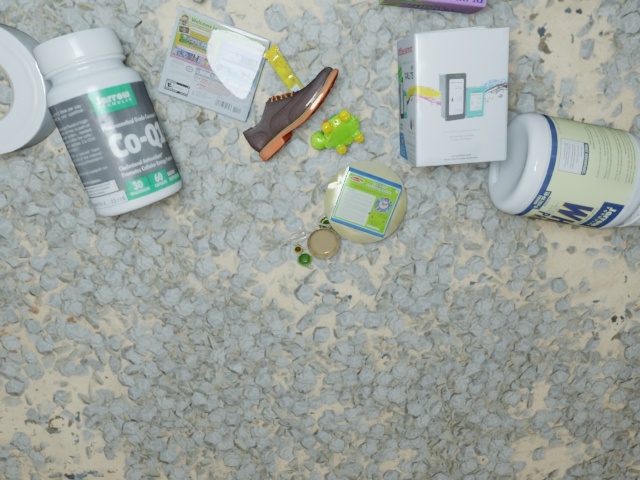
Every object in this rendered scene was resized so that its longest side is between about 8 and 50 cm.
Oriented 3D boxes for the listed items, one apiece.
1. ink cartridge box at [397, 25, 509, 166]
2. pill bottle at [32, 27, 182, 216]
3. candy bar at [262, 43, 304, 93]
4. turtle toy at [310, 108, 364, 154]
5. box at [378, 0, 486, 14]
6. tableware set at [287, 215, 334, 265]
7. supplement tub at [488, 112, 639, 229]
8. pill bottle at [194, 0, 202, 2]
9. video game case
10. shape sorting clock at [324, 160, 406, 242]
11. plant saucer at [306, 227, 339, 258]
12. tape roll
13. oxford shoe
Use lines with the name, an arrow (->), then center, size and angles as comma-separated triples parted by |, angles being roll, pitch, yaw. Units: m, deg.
ink cartridge box -> 0.286, -0.318, 1.134 | 0.197, 0.198, 0.270 | -5, 106, -1
pill bottle -> -0.458, -0.251, 1.112 | 0.204, 0.204, 0.361 | -17, 108, 2
candy bar -> -0.072, -0.372, 1.181 | 0.040, 0.018, 0.161 | -33, 115, 10
turtle toy -> 0.035, -0.256, 1.207 | 0.130, 0.066, 0.095 | -32, 130, 9
box -> 0.249, -0.624, 1.079 | 0.214, 0.117, 0.243 | 4, 107, -4
tableware set -> 0.000, 0.000, 1.308 | 0.154, 0.024, 0.104 | -25, 107, 4
supplement tub -> 0.584, -0.153, 1.180 | 0.325, 0.235, 0.235 | 9, 106, -5
pill bottle -> -0.247, -0.604, 1.066 | 0.103, 0.103, 0.184 | 34, 102, -12
video game case -> -0.244, -0.400, 1.172 | 0.212, 0.023, 0.193 | 18, 105, -8
shape sorting clock -> 0.112, -0.095, 1.275 | 0.206, 0.040, 0.206 | -1, 104, -3
plant saucer -> 0.007, 0.005, 1.291 | 0.083, 0.015, 0.083 | -2, 111, -4
tape roll -> -0.730, -0.334, 1.128 | 0.286, 0.100, 0.286 | -1, 108, -3
oxford shoe -> -0.071, -0.302, 1.159 | 0.098, 0.097, 0.271 | 44, 111, -9
